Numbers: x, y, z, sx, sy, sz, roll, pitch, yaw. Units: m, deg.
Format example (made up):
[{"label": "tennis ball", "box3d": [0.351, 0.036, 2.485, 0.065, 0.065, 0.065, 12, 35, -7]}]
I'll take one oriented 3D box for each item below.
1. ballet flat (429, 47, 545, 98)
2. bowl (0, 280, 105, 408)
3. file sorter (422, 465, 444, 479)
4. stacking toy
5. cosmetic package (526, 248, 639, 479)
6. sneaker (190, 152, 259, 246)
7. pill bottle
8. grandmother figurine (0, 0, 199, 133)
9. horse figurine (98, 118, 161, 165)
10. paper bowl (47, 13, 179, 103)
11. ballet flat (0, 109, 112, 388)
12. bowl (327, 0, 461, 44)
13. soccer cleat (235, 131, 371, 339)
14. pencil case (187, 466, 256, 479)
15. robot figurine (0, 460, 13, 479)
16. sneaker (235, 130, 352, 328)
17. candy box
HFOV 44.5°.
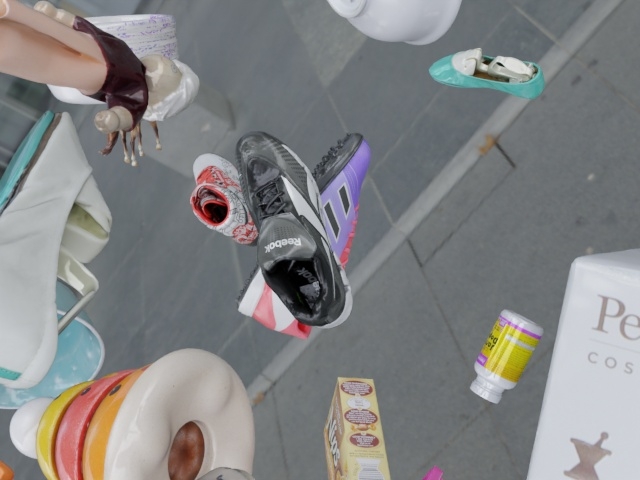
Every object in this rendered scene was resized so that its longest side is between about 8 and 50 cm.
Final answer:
[{"label": "ballet flat", "box3d": [0.354, -0.366, 1.658, 0.087, 0.247, 0.083, 82, -154, -58]}, {"label": "bowl", "box3d": [-0.609, 0.186, 1.603, 0.311, 0.311, 0.163, -47, 42, 25]}, {"label": "file sorter", "box3d": [0.166, 0.571, 1.287, 0.290, 0.182, 0.202, -44, -16, -47]}, {"label": "stacking toy", "box3d": [-0.391, 0.359, 1.395, 0.479, 0.350, 0.351, -1, 61, 31]}, {"label": "cosmetic package", "box3d": [0.375, 0.228, 0.658, 0.329, 0.327, 0.394, 13, 98, 34]}, {"label": "sneaker", "box3d": [-0.218, -0.107, 1.612, 0.090, 0.145, 0.270, -43, 59, 13]}, {"label": "pill bottle", "box3d": [0.174, 0.110, 0.742, 0.083, 0.043, 0.043, -64, 29, 5]}, {"label": "grandmother figurine", "box3d": [-0.279, -0.213, 0.948, 0.104, 0.342, 0.208, -30, 72, 29]}, {"label": "horse figurine", "box3d": [-0.420, -0.267, 1.757, 0.263, 0.066, 0.175, -63, -31, -69]}, {"label": "paper bowl", "box3d": [-0.410, -0.343, 1.477, 0.284, 0.284, 0.148, -142, 46, -61]}, {"label": "ballet flat", "box3d": [-0.270, 0.003, 0.747, 0.139, 0.139, 0.400, -50, 22, 20]}, {"label": "bowl", "box3d": [0.084, -0.441, 1.242, 0.134, 0.298, 0.298, -23, 19, -22]}, {"label": "soccer cleat", "box3d": [0.000, 0.000, 1.034, 0.318, 0.116, 0.109, -58, 3, 31]}, {"label": "pencil case", "box3d": [-0.256, 0.295, 0.679, 0.183, 0.410, 0.160, 132, 133, -56]}, {"label": "robot figurine", "box3d": [-0.522, 0.386, 1.064, 0.158, 0.128, 0.219, -1, 37, 38]}, {"label": "sneaker", "box3d": [-0.034, -0.011, 0.832, 0.078, 0.234, 0.106, -23, -1, 13]}, {"label": "candy box", "box3d": [0.072, 0.459, 1.611, 0.316, 0.087, 0.183, -96, 15, -54]}]
